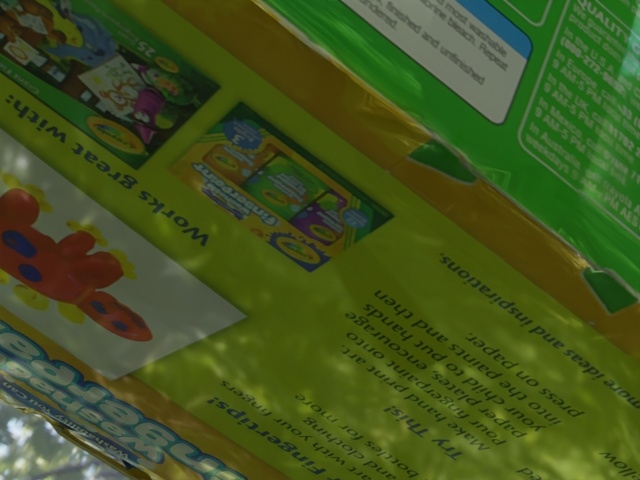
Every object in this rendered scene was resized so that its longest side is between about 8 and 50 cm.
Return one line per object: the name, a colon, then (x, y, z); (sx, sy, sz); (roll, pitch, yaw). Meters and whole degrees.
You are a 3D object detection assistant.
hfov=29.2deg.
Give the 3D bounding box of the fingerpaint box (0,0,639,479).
fingerpaint box: (0.000, 0.000, 0.569); (0.445, 0.163, 0.371); (36, -36, -15)
